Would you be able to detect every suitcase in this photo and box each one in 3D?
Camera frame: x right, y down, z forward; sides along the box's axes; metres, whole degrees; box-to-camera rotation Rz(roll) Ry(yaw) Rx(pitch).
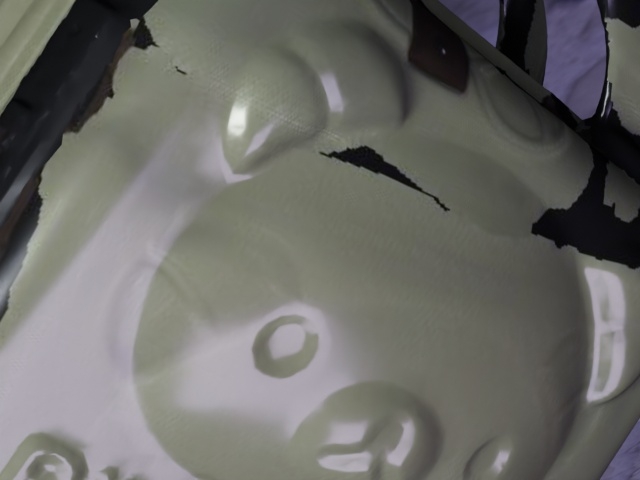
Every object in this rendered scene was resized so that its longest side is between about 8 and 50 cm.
[{"bbox_3d":[0.000,0.000,0.669,0.351,0.194,0.339,33,91,-38],"label":"suitcase"}]
